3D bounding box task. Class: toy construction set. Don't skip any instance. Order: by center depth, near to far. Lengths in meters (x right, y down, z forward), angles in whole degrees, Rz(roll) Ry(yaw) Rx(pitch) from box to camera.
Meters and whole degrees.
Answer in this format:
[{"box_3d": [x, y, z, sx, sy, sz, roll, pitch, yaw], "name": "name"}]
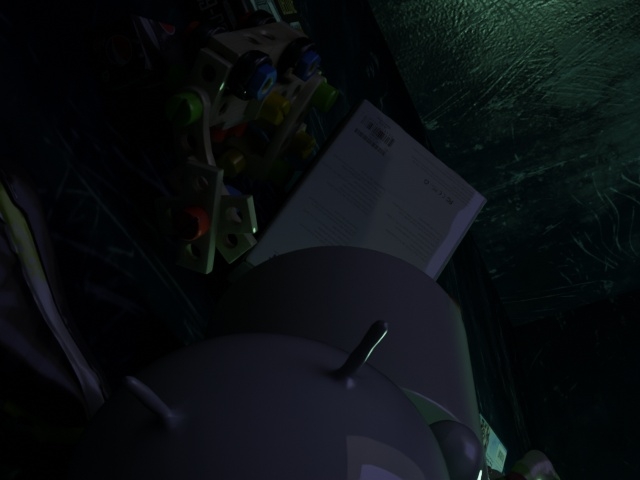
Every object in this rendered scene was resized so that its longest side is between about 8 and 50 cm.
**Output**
[{"box_3d": [-0.086, -0.114, 0.964, 0.151, 0.215, 0.328, 27, 28, -1], "name": "toy construction set"}]

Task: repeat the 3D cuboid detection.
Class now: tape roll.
[{"box_3d": [0.012, 0.150, 0.801, 0.169, 0.246, 0.246, -87, 153, -56], "name": "tape roll"}]

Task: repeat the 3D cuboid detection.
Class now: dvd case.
[{"box_3d": [0.236, 0.412, 1.499, 0.180, 0.022, 0.253, 52, 51, -49], "name": "dvd case"}]

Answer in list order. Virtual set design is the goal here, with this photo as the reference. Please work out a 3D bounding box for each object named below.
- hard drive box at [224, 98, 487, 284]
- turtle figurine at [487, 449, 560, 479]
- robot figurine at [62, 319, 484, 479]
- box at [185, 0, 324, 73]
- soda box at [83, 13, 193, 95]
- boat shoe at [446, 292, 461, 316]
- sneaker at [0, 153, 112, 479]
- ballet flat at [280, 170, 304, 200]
[{"box_3d": [0.040, -0.003, 1.022, 0.181, 0.232, 0.089, 39, -22, -6], "name": "hard drive box"}, {"box_3d": [0.235, 0.415, 1.315, 0.266, 0.274, 0.198, -15, 130, -48], "name": "turtle figurine"}, {"box_3d": [-0.035, 0.197, 0.521, 0.200, 0.299, 0.354, 39, -43, 43], "name": "robot figurine"}, {"box_3d": [-0.099, -0.319, 1.329, 0.307, 0.076, 0.243, -55, 124, -72], "name": "box"}, {"box_3d": [-0.168, -0.182, 0.949, 0.169, 0.053, 0.060, -28, 99, -76], "name": "soda box"}, {"box_3d": [0.180, 0.241, 1.606, 0.123, 0.123, 0.342, 16, 61, -35], "name": "boat shoe"}, {"box_3d": [-0.196, 0.061, 0.543, 0.097, 0.084, 0.235, -21, 92, -49], "name": "sneaker"}, {"box_3d": [0.000, 0.000, 1.303, 0.203, 0.074, 0.074, 68, 13, 16], "name": "ballet flat"}]
